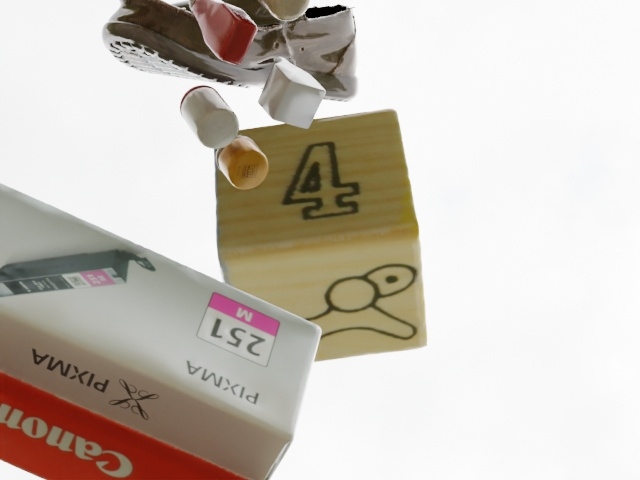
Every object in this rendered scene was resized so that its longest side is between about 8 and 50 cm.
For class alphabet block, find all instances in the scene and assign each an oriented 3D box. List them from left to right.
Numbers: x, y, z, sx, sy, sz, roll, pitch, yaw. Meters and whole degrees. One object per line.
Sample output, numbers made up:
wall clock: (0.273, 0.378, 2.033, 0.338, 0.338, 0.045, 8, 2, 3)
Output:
alphabet block: (0.000, 0.000, 1.313, 0.197, 0.192, 0.193, -7, -133, 0)

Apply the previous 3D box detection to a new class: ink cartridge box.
ink cartridge box: (-0.149, 0.090, 0.829, 0.275, 0.239, 0.060, 25, -58, -6)

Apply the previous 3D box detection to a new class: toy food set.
toy food set: (-0.059, -0.171, 1.115, 0.232, 0.111, 0.104, -64, -143, 21)

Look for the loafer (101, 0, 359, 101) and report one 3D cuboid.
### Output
loafer: (-0.090, -0.234, 1.387, 0.134, 0.366, 0.130, 14, -82, 36)
